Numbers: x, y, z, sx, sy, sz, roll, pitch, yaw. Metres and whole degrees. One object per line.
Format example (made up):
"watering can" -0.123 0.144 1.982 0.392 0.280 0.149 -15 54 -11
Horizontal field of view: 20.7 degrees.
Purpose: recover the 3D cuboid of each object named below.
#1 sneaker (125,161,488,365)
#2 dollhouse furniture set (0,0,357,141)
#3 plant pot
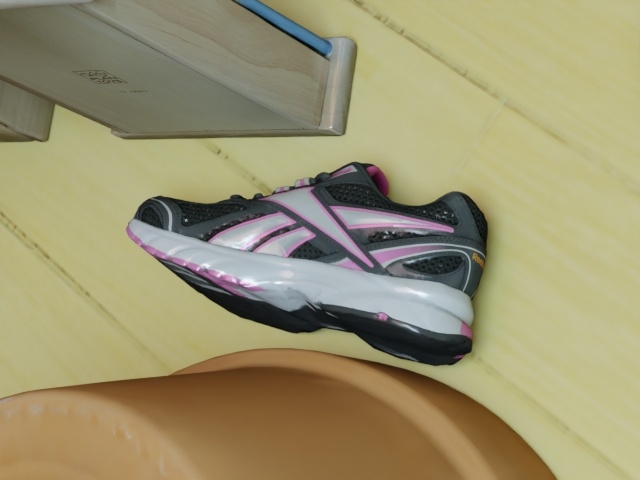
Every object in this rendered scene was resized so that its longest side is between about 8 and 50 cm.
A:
"sneaker" 0.000 0.000 0.791 0.178 0.072 0.077 15 73 27
"dollhouse furniture set" -0.115 -0.219 0.838 0.286 0.198 0.303 1 76 33
"plant pot" -0.053 0.174 0.683 0.291 0.203 0.291 -9 72 30
